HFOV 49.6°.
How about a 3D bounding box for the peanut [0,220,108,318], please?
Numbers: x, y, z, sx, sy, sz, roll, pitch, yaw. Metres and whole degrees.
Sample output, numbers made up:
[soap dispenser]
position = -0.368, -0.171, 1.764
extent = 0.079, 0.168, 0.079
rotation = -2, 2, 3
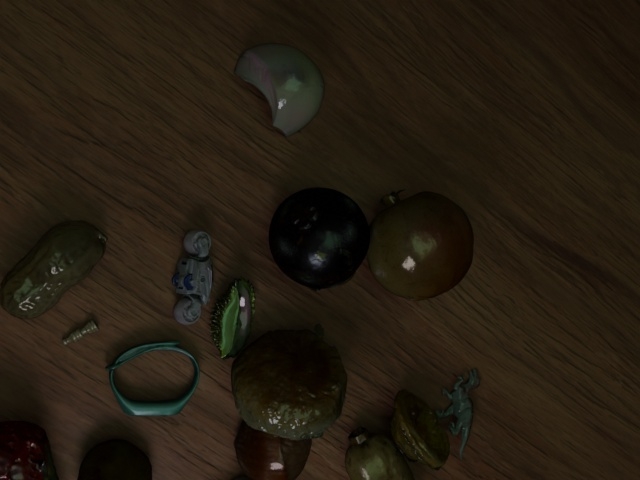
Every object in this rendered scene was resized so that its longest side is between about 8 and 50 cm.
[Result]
[peanut]
position = -0.657, 0.064, 1.688
extent = 0.143, 0.159, 0.291
rotation = 41, 75, 15

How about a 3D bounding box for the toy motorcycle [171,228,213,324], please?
[toy motorcycle]
position = -0.328, 0.097, 1.828
extent = 0.112, 0.112, 0.254
rotation = 9, 85, -17

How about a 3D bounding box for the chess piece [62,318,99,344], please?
[chess piece]
position = -0.612, 0.236, 1.757
extent = 0.092, 0.035, 0.035
rotation = -30, 96, -13

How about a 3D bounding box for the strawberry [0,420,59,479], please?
[strawberry]
position = -0.755, 0.563, 1.571
extent = 0.310, 0.292, 0.292
rotation = -11, 90, -25

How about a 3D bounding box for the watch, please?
[watch]
position = -0.433, 0.356, 1.787
extent = 0.237, 0.068, 0.195
rotation = 3, 85, -18

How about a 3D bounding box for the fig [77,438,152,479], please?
[fig]
position = -0.514, 0.600, 1.652
extent = 0.190, 0.290, 0.190
rotation = 1, 99, 5

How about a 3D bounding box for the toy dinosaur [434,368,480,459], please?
[toy dinosaur]
position = 0.425, 0.519, 2.051
extent = 0.167, 0.053, 0.242
rotation = -11, 82, -24

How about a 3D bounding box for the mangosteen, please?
[mangosteen]
position = 0.000, 0.000, 1.848
extent = 0.288, 0.288, 0.288
rotation = 1, 87, -17

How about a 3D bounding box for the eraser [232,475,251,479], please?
[eraser]
position = -0.226, 0.773, 1.790
extent = 0.331, 0.150, 0.331
rotation = 1, 85, -18

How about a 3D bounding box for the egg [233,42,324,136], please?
[egg]
position = -0.087, -0.436, 1.885
extent = 0.206, 0.162, 0.271
rotation = -32, 98, -15

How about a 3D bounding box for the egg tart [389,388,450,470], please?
[egg tart]
position = 0.267, 0.537, 1.943
extent = 0.106, 0.241, 0.241
rotation = -37, 100, 20

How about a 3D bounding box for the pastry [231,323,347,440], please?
[pastry]
position = -0.072, 0.368, 1.791
extent = 0.329, 0.329, 0.136
rotation = -2, 131, -17

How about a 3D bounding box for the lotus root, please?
[lotus root]
position = 0.164, 0.643, 1.919
extent = 0.160, 0.146, 0.284
rotation = -31, 95, -28

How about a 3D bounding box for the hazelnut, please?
[hazelnut]
position = -0.126, 0.540, 1.825
extent = 0.214, 0.176, 0.214
rotation = -4, 57, 6

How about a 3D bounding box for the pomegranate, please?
[pomegranate]
position = 0.267, 0.003, 1.913
extent = 0.319, 0.319, 0.319
rotation = 1, 87, -17

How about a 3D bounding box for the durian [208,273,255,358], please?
[durian]
position = -0.240, 0.199, 1.843
extent = 0.095, 0.137, 0.221
rotation = 13, 88, 18
